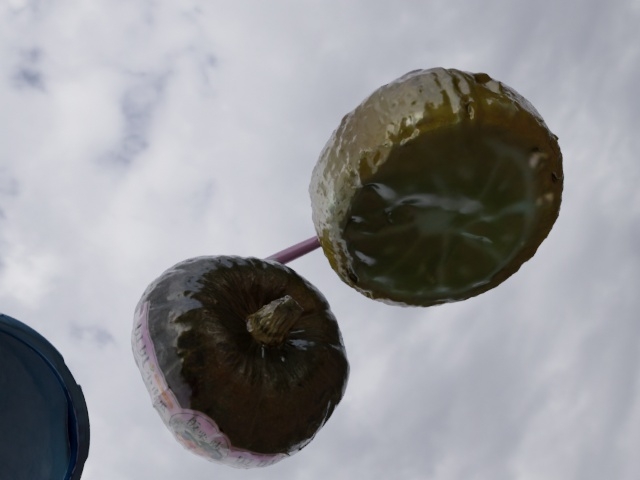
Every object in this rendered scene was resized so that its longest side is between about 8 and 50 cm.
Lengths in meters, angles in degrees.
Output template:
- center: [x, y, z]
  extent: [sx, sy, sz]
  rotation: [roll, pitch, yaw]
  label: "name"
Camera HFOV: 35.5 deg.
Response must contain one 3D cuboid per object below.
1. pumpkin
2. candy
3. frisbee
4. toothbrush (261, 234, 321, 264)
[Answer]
- center: [-0.081, 0.124, 1.150]
  extent: [0.260, 0.189, 0.260]
  rotation: [20, -130, -25]
  label: "pumpkin"
- center: [0.114, -0.046, 0.996]
  extent: [0.260, 0.260, 0.118]
  rotation: [50, -166, -41]
  label: "candy"
- center: [-0.323, 0.175, 0.865]
  extent: [0.242, 0.045, 0.242]
  rotation: [0, -90, -22]
  label: "frisbee"
- center: [0.000, 0.000, 1.250]
  extent: [0.020, 0.286, 0.025]
  rotation: [63, -155, -5]
  label: "toothbrush"
